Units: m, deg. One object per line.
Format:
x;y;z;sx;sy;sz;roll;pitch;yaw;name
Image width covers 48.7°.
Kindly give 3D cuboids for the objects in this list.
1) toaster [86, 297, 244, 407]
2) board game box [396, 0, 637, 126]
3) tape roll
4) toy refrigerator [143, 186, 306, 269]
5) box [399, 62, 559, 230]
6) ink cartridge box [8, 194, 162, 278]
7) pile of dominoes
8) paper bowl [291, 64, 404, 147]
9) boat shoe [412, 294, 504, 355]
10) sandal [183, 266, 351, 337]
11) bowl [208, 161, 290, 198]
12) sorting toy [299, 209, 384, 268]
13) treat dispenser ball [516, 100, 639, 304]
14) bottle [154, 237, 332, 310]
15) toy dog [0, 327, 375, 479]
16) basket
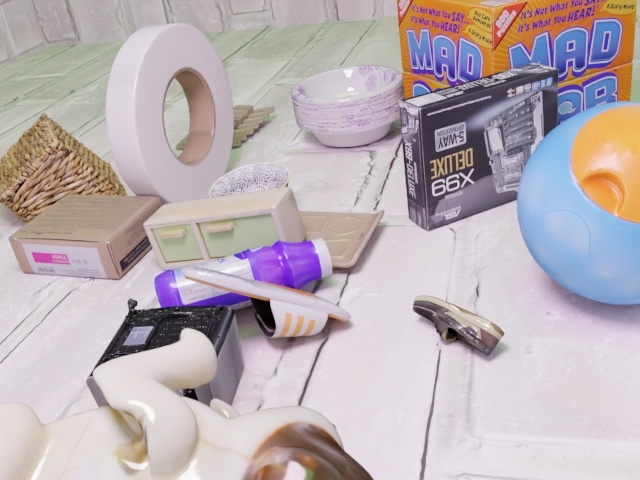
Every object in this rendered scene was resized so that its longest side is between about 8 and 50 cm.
-0.204;0.167;0.971;0.168;0.110;0.185;-3;29;9;toaster
0.421;-0.385;1.563;0.357;0.356;0.356;-19;29;-18;board game box
-0.307;-0.263;1.512;0.072;0.391;0.392;4;30;23;tape roll
-0.175;-0.017;1.280;0.270;0.102;0.094;-5;27;22;toy refrigerator
0.303;-0.179;1.334;0.308;0.242;0.076;-18;29;-19;box
-0.455;-0.012;1.403;0.235;0.088;0.193;3;32;20;ink cartridge box
-0.256;-0.303;1.969;0.196;0.040;0.251;6;40;25;pile of dominoes
0.075;-0.334;1.786;0.284;0.148;0.284;-6;28;3;paper bowl
0.186;0.120;1.008;0.152;0.056;0.049;17;70;48;boat shoe
-0.085;0.102;1.053;0.265;0.076;0.102;16;-1;-23;sandal
-0.136;-0.085;1.446;0.170;0.080;0.170;-10;32;6;bowl
0.000;0.000;1.311;0.208;0.038;0.193;-2;28;23;sorting toy
0.430;-0.052;1.010;0.288;0.288;0.288;-7;28;4;treat dispenser ball
-0.123;0.062;1.148;0.283;0.092;0.118;-15;3;-11;bottle
-0.148;0.253;0.624;0.408;0.284;0.395;-6;28;2;toy dog
-0.619;-0.127;1.660;0.213;0.223;0.299;-47;35;-1;basket
